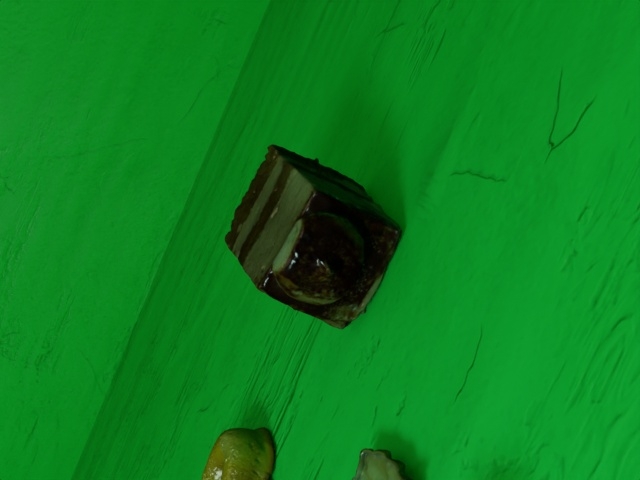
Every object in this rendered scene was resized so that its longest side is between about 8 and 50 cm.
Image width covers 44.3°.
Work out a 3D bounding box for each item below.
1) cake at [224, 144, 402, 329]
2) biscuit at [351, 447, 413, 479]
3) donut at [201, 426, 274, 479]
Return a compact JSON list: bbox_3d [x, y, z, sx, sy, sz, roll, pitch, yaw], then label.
[{"bbox_3d":[0.000,0.000,1.193,0.196,0.198,0.293,-60,28,9],"label":"cake"},{"bbox_3d":[0.063,0.387,0.901,0.187,0.036,0.274,0,70,66],"label":"biscuit"},{"bbox_3d":[-0.150,0.401,1.322,0.190,0.074,0.174,-60,24,21],"label":"donut"}]
